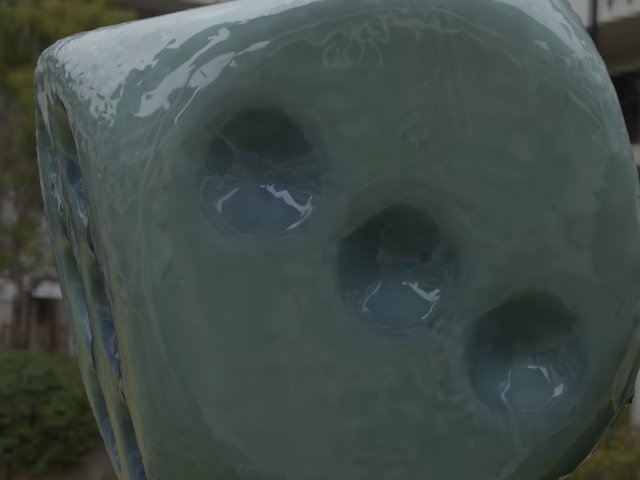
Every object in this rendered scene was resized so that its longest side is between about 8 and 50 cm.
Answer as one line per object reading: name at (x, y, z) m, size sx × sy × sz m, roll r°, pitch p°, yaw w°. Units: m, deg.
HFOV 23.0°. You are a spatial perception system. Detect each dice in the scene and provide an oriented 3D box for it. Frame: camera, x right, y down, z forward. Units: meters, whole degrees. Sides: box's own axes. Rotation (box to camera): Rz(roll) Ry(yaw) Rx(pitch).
dice at (0.000, 0.000, 0.840) m, size 0.263 × 0.268 × 0.265 m, roll -12°, pitch 9°, yaw -16°
